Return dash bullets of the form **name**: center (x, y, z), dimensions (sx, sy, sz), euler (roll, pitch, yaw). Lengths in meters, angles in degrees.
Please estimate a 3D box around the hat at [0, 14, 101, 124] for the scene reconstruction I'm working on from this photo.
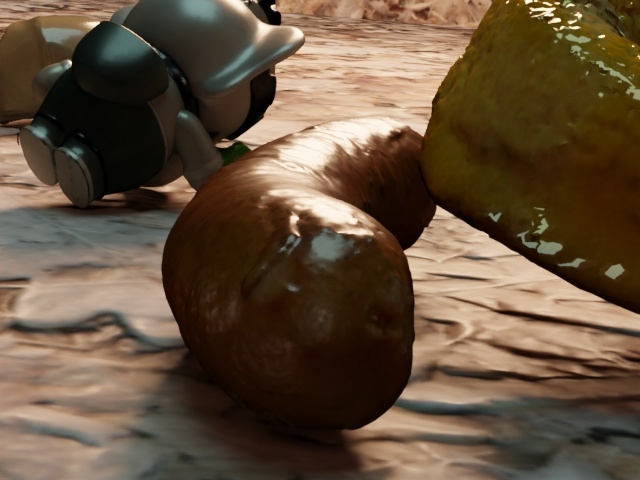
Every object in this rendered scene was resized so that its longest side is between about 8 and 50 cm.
- **hat**: center (-0.152, -0.129, 1.088), dimensions (0.175, 0.085, 0.147), euler (10, 13, 30)

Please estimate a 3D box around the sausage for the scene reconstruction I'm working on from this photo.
- **sausage**: center (-0.005, 0.001, 0.562), dimensions (0.103, 0.076, 0.302), euler (-5, 12, 9)

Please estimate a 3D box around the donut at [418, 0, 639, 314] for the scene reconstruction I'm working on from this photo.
- **donut**: center (0.160, -0.027, 0.595), dimensions (0.253, 0.118, 0.253), euler (17, 29, -10)

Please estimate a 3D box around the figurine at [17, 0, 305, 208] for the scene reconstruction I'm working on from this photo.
- **figurine**: center (-0.090, -0.092, 0.833), dimensions (0.147, 0.126, 0.192), euler (25, 54, 30)
